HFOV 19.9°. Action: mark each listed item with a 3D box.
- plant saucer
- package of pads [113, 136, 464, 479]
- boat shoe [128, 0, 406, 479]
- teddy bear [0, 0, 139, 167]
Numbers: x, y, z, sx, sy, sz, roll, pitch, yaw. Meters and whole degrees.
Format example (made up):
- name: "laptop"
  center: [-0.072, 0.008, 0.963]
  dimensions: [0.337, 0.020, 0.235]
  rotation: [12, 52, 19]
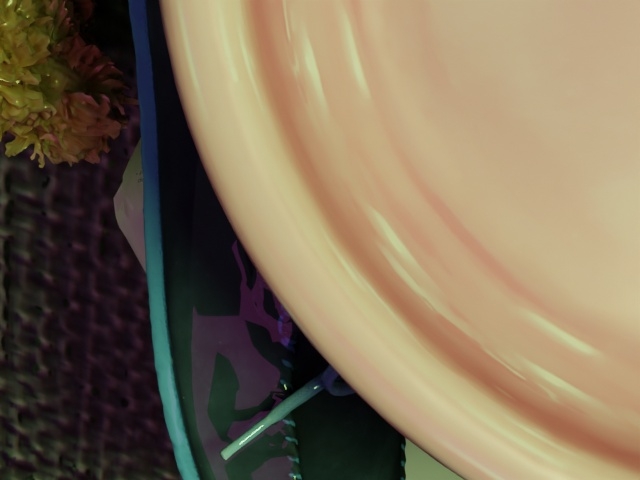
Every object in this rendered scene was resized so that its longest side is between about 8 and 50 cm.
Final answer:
- name: "plant saucer"
  center: [0.127, -0.080, 0.465]
  dimensions: [0.332, 0.084, 0.332]
  rotation: [0, 87, 5]
- name: "package of pads"
  center: [0.081, 0.053, 0.695]
  dimensions: [0.229, 0.101, 0.296]
  rotation: [-10, 122, 31]
- name: "boat shoe"
  center: [0.000, 0.000, 0.552]
  dimensions: [0.089, 0.109, 0.258]
  rotation: [-2, 109, 26]
- name: "teddy bear"
  center: [-0.142, -0.168, 0.612]
  dimensions: [0.245, 0.113, 0.338]
  rotation: [31, 134, 2]
